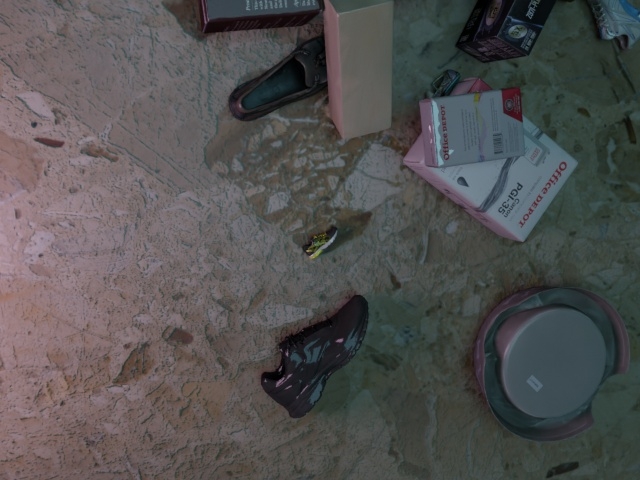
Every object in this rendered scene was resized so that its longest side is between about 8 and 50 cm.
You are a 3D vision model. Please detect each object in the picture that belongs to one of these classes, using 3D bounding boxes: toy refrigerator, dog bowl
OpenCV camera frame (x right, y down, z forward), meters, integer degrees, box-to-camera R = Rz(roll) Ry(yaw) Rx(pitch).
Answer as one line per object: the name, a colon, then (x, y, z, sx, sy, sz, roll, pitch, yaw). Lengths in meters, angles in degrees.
toy refrigerator: (0.068, -0.324, 1.227, 0.102, 0.094, 0.270, -17, 139, -9)
dog bowl: (0.497, 0.260, 1.483, 0.348, 0.102, 0.349, -2, 99, -11)

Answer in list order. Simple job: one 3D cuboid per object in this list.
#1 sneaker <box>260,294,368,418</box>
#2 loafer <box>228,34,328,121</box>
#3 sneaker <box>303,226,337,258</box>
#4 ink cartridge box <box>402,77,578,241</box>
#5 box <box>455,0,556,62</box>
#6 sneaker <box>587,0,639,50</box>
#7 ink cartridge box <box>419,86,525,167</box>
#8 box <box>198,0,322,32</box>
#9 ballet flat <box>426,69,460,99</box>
sneaker: (-0.010, 0.220, 1.368, 0.130, 0.109, 0.286, 37, 88, -9)
loafer: (-0.049, -0.307, 1.276, 0.267, 0.084, 0.096, -33, 104, -5)
sneaker: (0.000, 0.000, 1.366, 0.035, 0.031, 0.083, 44, 89, -15)
ink cartridge box: (0.346, -0.161, 1.369, 0.283, 0.117, 0.207, 35, 90, -15)
box: (0.357, -0.430, 1.293, 0.077, 0.180, 0.147, 25, 94, -16)
sneaker: (0.600, -0.466, 1.400, 0.190, 0.071, 0.083, 31, 98, -15)
ink cartridge box: (0.280, -0.210, 1.249, 0.175, 0.072, 0.128, -9, 100, -9)
box: (-0.117, -0.468, 1.191, 0.203, 0.167, 0.169, -8, 102, -11)
ballet flat: (0.238, -0.299, 1.368, 0.041, 0.041, 0.114, 35, 91, -15)
